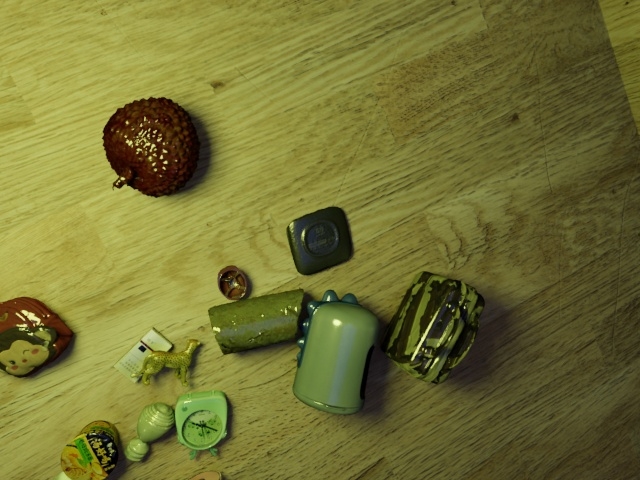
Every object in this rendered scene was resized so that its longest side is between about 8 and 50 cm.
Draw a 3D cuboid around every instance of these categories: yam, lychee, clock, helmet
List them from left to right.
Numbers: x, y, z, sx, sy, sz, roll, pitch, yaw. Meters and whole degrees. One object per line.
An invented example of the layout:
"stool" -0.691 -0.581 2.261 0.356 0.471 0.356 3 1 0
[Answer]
"lychee" -0.466 -0.250 1.214 0.264 0.264 0.300 36 64 -14
"clock" -0.379 0.592 1.401 0.159 0.066 0.211 0 95 -14
"helmet" -0.281 0.130 1.396 0.089 0.057 0.111 -19 99 -9
"yam" -0.188 0.251 1.375 0.304 0.168 0.168 -9 96 -13

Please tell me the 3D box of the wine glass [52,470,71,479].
"wine glass" -0.741 0.759 1.260 0.122 0.183 0.122 -1 94 -13

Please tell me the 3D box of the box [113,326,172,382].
"box" -0.544 0.351 1.353 0.154 0.040 0.084 -45 104 -7

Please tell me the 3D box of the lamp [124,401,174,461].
"lamp" -0.526 0.586 1.351 0.106 0.106 0.193 31 97 -15

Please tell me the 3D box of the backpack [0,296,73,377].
"backpack" -0.828 0.260 1.228 0.229 0.139 0.229 0 108 -1

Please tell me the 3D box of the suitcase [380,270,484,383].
"suitcase" 0.378 0.289 1.434 0.194 0.339 0.352 30 86 -14

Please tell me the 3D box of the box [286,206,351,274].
"box" 0.000 0.000 1.467 0.212 0.042 0.201 -18 96 -13

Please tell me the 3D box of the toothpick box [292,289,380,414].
"toothpick box" 0.048 0.340 1.407 0.263 0.263 0.355 14 88 -15

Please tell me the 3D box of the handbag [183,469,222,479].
"handbag" -0.393 0.818 1.362 0.205 0.179 0.116 -15 91 -14

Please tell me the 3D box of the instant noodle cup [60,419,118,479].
"instant noodle cup" -0.668 0.616 1.300 0.151 0.122 0.152 -1 92 -13

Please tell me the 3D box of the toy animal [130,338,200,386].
"toy animal" -0.468 0.365 1.334 0.181 0.073 0.136 12 100 -32
